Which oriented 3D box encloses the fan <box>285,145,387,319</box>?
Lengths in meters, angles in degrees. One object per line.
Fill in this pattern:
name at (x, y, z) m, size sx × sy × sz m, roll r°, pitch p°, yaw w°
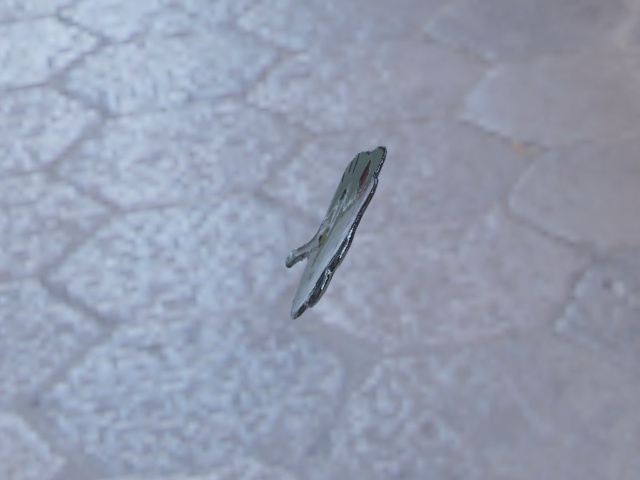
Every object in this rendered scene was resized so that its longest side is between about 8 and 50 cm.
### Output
fan at (0.000, 0.000, 0.582) m, size 0.004 × 0.056 × 0.083 m, roll 26°, pitch -16°, yaw -9°
